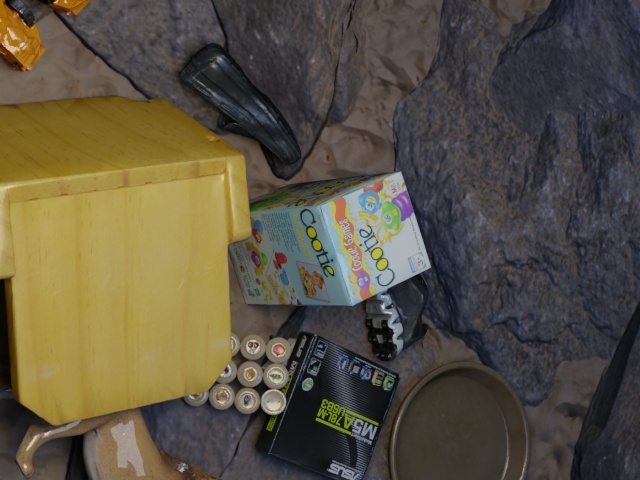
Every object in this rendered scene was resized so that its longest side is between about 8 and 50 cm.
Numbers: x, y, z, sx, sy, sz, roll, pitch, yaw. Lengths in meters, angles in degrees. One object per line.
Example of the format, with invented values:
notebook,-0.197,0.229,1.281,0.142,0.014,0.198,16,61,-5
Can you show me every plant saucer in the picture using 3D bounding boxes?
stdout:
plant saucer,0.214,0.327,2.239,0.278,0.041,0.278,1,88,-32

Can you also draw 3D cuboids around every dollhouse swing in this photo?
dollhouse swing,-0.301,0.015,1.838,0.347,0.315,0.305,-10,120,-32

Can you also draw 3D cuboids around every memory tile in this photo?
memory tile,-0.117,0.185,2.008,0.148,0.012,0.113,7,83,-6

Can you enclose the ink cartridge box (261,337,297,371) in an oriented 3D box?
ink cartridge box,-0.041,0.177,2.085,0.083,0.028,0.048,-44,114,-26

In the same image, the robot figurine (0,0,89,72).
robot figurine,-0.439,-0.362,1.809,0.291,0.085,0.211,45,72,-24

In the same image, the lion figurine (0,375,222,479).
lion figurine,-0.263,0.281,1.855,0.240,0.142,0.392,-30,114,-18

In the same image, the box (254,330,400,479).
box,0.014,0.249,2.089,0.190,0.045,0.184,29,76,-37

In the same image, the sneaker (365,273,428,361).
sneaker,0.110,0.058,2.162,0.106,0.078,0.234,-18,102,-35

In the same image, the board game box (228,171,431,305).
board game box,0.000,0.000,1.972,0.142,0.275,0.144,-24,101,-31

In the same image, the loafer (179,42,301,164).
loafer,-0.111,-0.184,2.035,0.078,0.076,0.223,-38,120,10
